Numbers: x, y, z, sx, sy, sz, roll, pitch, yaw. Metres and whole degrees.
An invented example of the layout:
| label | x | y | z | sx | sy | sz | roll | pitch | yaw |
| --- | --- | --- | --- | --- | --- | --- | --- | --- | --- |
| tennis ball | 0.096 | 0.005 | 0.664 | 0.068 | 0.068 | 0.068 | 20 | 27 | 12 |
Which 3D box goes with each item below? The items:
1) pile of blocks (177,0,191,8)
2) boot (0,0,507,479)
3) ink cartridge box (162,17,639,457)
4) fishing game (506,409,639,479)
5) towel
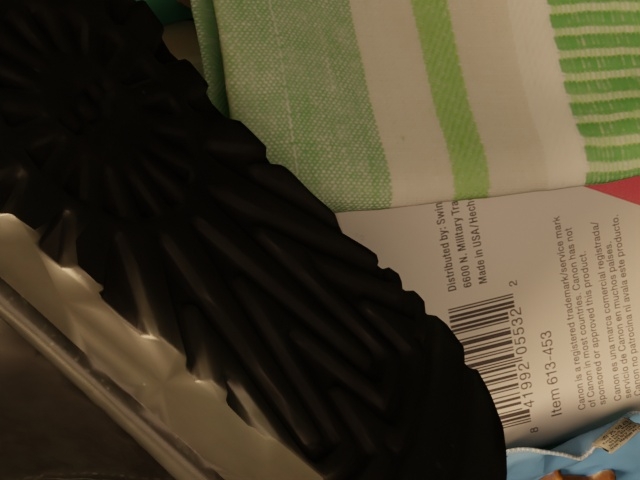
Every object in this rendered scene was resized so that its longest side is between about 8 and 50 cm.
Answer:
| label | x | y | z | sx | sy | sz | roll | pitch | yaw |
| --- | --- | --- | --- | --- | --- | --- | --- | --- | --- |
| pile of blocks | -0.193 | -0.150 | 0.627 | 0.362 | 0.149 | 0.112 | 30 | 97 | -18 |
| boot | -0.144 | 0.035 | 0.597 | 0.348 | 0.131 | 0.260 | 47 | 123 | -7 |
| ink cartridge box | 0.000 | 0.000 | 0.733 | 0.237 | 0.100 | 0.172 | -13 | 107 | -9 |
| fishing game | 0.089 | 0.128 | 0.768 | 0.264 | 0.041 | 0.189 | -14 | 146 | -13 |
| towel | 0.107 | -0.143 | 0.677 | 0.325 | 0.038 | 0.248 | -7 | 79 | -18 |
